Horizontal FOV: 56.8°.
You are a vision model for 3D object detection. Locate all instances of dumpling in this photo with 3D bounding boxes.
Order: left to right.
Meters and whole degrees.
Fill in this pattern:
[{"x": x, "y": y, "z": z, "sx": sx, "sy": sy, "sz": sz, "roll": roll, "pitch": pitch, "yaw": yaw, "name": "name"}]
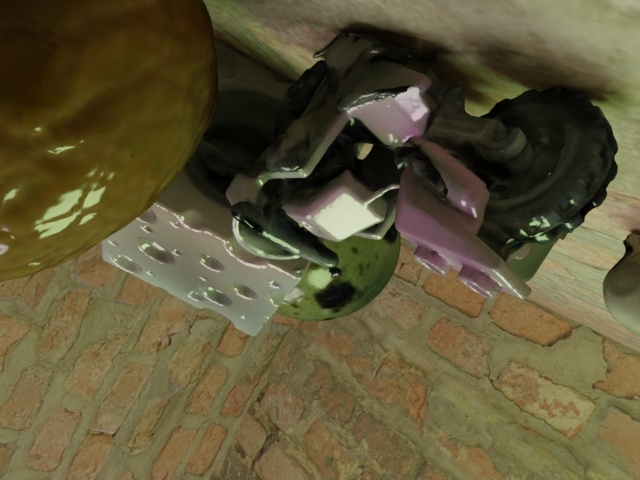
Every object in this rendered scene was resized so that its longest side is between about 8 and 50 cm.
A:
[{"x": 0.326, "y": 0.061, "z": 0.516, "sx": 0.150, "sy": 0.092, "sz": 0.176, "roll": 31, "pitch": -178, "yaw": -14, "name": "dumpling"}]

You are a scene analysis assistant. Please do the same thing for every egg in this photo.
[{"x": 0.000, "y": 0.000, "z": 1.256, "sx": 0.345, "sy": 0.345, "sz": 0.428, "roll": 30, "pitch": -175, "yaw": 33, "name": "egg"}]

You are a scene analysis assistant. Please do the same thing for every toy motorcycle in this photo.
[{"x": 0.036, "y": -0.042, "z": 0.436, "sx": 0.143, "sy": 0.188, "sz": 0.327, "roll": 36, "pitch": 177, "yaw": -38, "name": "toy motorcycle"}]

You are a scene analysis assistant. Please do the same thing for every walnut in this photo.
[{"x": -0.243, "y": -0.118, "z": 0.462, "sx": 0.332, "sy": 0.333, "sz": 0.333, "roll": 29, "pitch": -179, "yaw": -1, "name": "walnut"}]

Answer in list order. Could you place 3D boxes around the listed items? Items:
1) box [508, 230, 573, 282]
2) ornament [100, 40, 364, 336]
[{"x": 0.181, "y": -0.023, "z": 0.678, "sx": 0.172, "sy": 0.093, "sz": 0.124, "roll": 28, "pitch": -179, "yaw": -14, "name": "box"}, {"x": -0.115, "y": -0.059, "z": 0.766, "sx": 0.239, "sy": 0.239, "sz": 0.240, "roll": 28, "pitch": 150, "yaw": -5, "name": "ornament"}]
